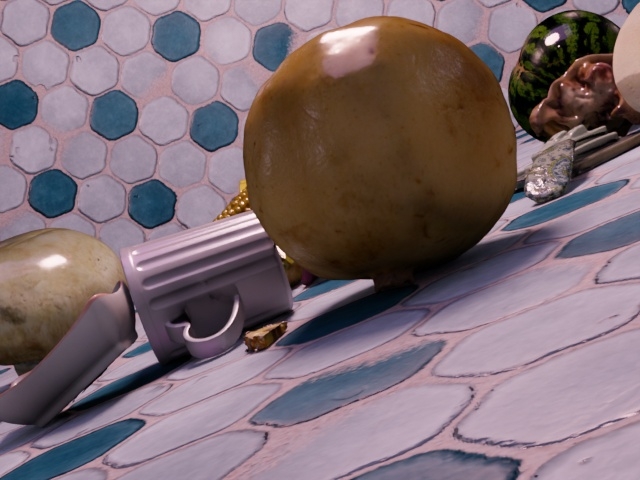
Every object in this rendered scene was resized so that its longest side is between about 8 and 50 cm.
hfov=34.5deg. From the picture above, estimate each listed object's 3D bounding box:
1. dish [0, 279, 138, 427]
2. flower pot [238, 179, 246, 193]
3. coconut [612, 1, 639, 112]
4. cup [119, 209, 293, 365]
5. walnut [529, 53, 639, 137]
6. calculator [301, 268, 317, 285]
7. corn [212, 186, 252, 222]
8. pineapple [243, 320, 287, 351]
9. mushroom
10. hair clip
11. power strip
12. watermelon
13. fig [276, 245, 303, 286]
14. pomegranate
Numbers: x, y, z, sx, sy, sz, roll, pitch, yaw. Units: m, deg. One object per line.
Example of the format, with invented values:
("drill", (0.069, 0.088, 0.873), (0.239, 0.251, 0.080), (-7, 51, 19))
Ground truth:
("dish", (-0.315, 0.154, 1.307), (0.212, 0.077, 0.151), (-43, 2, 5))
("flower pot", (-0.049, -0.033, 1.907), (0.179, 0.195, 0.195), (-11, 4, -1))
("coconut", (0.573, -0.291, 1.589), (0.241, 0.241, 0.241), (-22, 4, 2))
("cup", (-0.143, 0.079, 1.385), (0.202, 0.221, 0.167), (-20, -30, -6))
("walnut", (0.491, -0.250, 1.803), (0.238, 0.141, 0.204), (-2, -3, 35))
("calculator", (0.000, 0.000, 1.669), (0.034, 0.126, 0.190), (12, 11, 4))
("corn", (-0.049, -0.086, 1.771), (0.363, 0.120, 0.120), (-42, 9, -12))
("pineapple", (-0.069, 0.115, 1.221), (0.045, 0.019, 0.083), (-15, 5, 16))
("mushroom", (-0.521, 0.121, 1.868), (0.352, 0.260, 0.352), (-17, 11, 3))
("hair clip", (0.347, -0.115, 1.520), (0.066, 0.036, 0.229), (-10, 21, 27))
("power strip", (0.414, -0.151, 1.700), (0.213, 0.064, 0.198), (-25, 5, -31))
("watermelon", (0.496, -0.311, 2.014), (0.269, 0.269, 0.269), (-22, 4, 2))
("fig", (-0.073, 0.047, 1.660), (0.093, 0.093, 0.166), (-22, 11, 11))
("pomegranate", (0.073, -0.097, 1.225), (0.332, 0.332, 0.332), (-22, 4, 2))
